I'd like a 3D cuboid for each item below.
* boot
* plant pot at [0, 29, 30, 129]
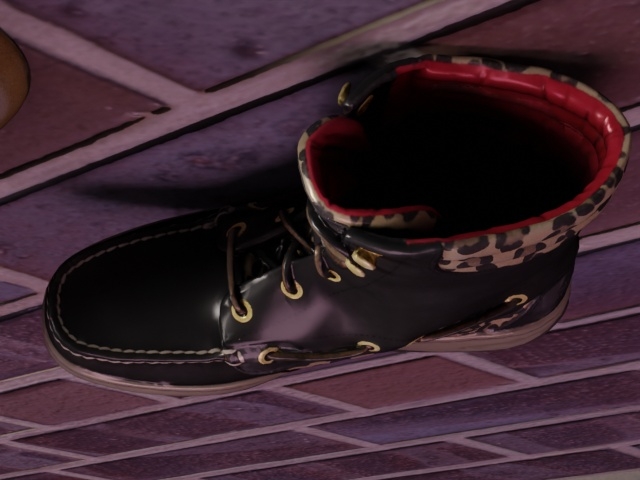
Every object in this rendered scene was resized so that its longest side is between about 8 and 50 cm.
[{"bbox_3d":[0.000,0.000,0.869,0.377,0.138,0.284,-2,162,-4],"label":"boot"},{"bbox_3d":[-0.287,-0.091,0.785,0.236,0.032,0.236,1,160,1],"label":"plant pot"}]
